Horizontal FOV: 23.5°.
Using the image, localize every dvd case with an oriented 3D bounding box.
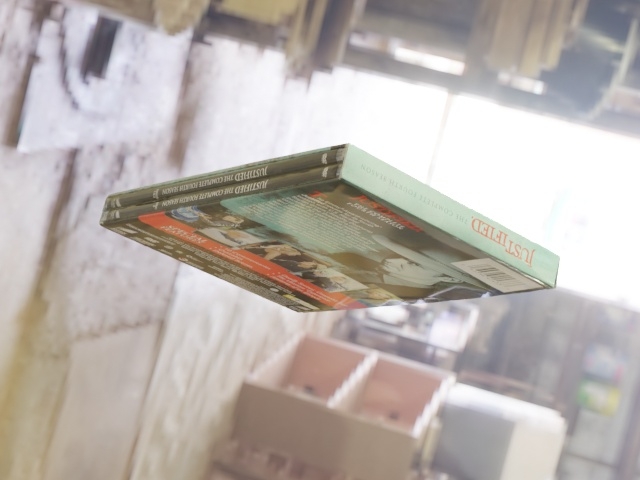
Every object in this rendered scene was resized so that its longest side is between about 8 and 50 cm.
[{"bbox_3d":[0.000,0.000,0.465,0.087,0.119,0.013,25,70,-34],"label":"dvd case"}]
